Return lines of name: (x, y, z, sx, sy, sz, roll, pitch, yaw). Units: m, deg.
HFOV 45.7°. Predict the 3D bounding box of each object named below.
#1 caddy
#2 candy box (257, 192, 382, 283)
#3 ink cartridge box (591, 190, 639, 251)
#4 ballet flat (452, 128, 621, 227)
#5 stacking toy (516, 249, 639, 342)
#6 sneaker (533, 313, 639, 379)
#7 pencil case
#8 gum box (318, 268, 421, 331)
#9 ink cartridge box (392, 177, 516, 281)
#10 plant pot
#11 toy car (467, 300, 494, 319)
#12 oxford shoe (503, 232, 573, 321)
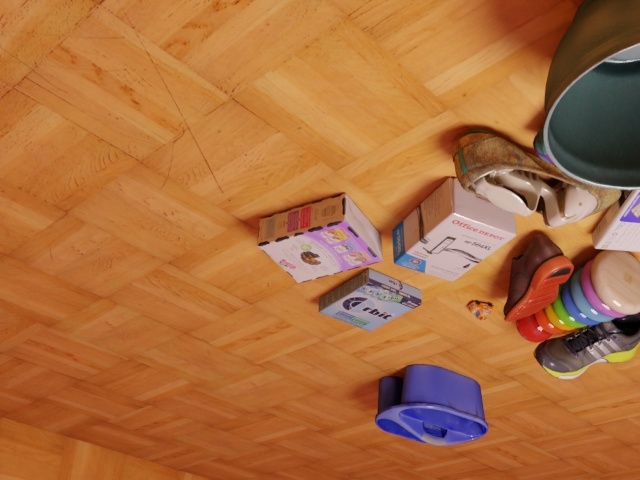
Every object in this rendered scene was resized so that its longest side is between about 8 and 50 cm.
caddy: (0.312, 0.486, 2.134, 0.341, 0.179, 0.241, 23, 143, -28)
candy box: (0.000, 0.000, 1.507, 0.196, 0.070, 0.165, -15, 143, 24)
ink cartridge box: (0.646, -0.045, 1.417, 0.208, 0.045, 0.206, 5, 147, -2)
ballet flat: (0.379, -0.084, 1.312, 0.348, 0.123, 0.123, 18, 144, -22)
stacking toy: (0.549, 0.143, 1.647, 0.141, 0.141, 0.330, 15, 150, -18)
sneaker: (0.625, 0.229, 1.756, 0.300, 0.111, 0.121, -13, 138, -23)
pencil case: (0.404, -0.186, 1.198, 0.070, 0.064, 0.151, 8, 148, -22)
gum box: (0.112, 0.140, 1.741, 0.157, 0.041, 0.184, 24, 142, -29)
ink cartridge box: (0.252, -0.016, 1.451, 0.148, 0.086, 0.203, 17, 145, -21)
plant pot: (0.436, -0.232, 1.006, 0.293, 0.196, 0.293, 2, 148, 1)
toy car: (0.394, 0.149, 1.736, 0.060, 0.040, 0.122, 21, 143, -26)
oxford shoe: (0.440, 0.083, 1.589, 0.097, 0.098, 0.271, -13, 150, -19)
